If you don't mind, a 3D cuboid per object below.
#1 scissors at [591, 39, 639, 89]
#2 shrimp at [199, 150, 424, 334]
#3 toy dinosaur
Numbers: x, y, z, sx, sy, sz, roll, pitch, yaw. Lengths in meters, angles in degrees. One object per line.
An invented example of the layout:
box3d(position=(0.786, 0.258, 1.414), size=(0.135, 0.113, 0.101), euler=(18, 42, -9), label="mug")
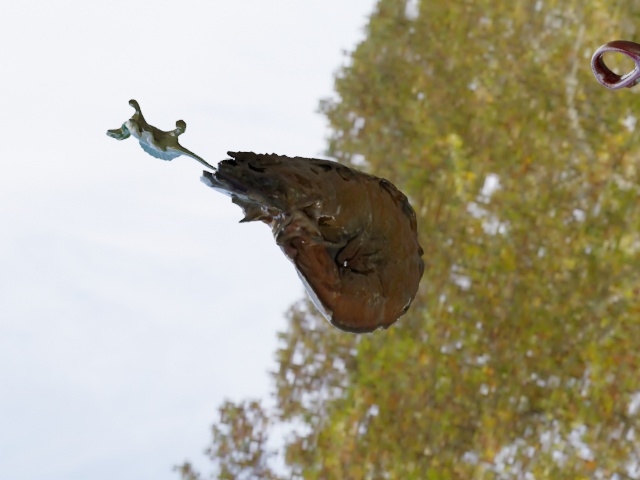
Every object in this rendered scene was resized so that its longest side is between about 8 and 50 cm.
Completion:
box3d(position=(0.314, -0.152, 1.103), size=(0.144, 0.248, 0.017), euler=(43, -107, 7), label="scissors")
box3d(position=(0.000, 0.000, 1.239), size=(0.062, 0.164, 0.316), euler=(-17, 157, 36), label="shrimp")
box3d(position=(-0.145, -0.090, 1.226), size=(0.119, 0.060, 0.029), euler=(25, -120, 8), label="toy dinosaur")
